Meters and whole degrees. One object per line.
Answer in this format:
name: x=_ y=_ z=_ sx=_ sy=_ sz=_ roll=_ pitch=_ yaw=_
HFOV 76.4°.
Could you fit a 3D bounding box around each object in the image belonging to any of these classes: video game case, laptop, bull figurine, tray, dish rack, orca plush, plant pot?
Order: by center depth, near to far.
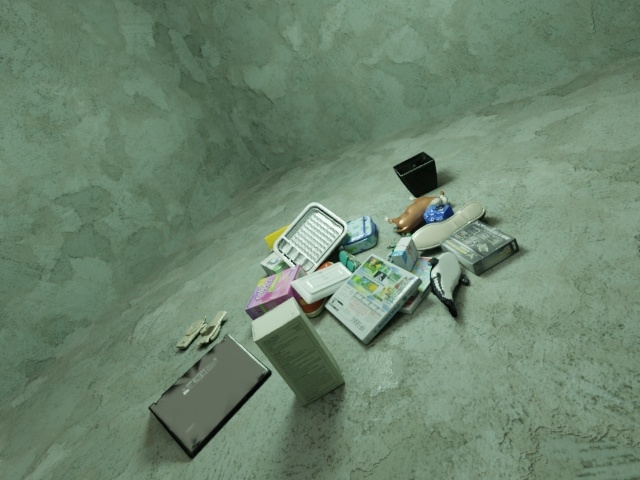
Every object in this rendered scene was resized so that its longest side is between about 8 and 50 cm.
orca plush: x=0.433 y=0.160 z=1.420 sx=0.151 sy=0.102 sz=0.287 roll=15 pitch=38 yaw=-9
video game case: x=0.187 y=0.207 z=1.547 sx=0.300 sy=0.036 sz=0.329 roll=-46 pitch=26 yaw=-7
video game case: x=0.335 y=0.160 z=1.557 sx=0.204 sy=0.025 sz=0.285 roll=2 pitch=39 yaw=50
laptop: x=-0.441 y=0.584 z=1.596 sx=0.407 sy=0.237 sz=0.382 roll=30 pitch=58 yaw=30
tray: x=0.021 y=0.166 z=1.717 sx=0.270 sy=0.030 sz=0.145 roll=-20 pitch=43 yaw=-30
bull figurine: x=0.456 y=-0.138 z=1.919 sx=0.310 sy=0.101 sz=0.188 roll=-34 pitch=19 yaw=-19
dish rack: x=-0.042 y=0.000 z=1.997 sx=0.285 sy=0.072 sz=0.333 roll=38 pitch=85 yaw=34
plant pot: x=0.519 y=-0.341 z=2.162 sx=0.188 sy=0.167 sz=0.187 roll=-27 pitch=25 yaw=7

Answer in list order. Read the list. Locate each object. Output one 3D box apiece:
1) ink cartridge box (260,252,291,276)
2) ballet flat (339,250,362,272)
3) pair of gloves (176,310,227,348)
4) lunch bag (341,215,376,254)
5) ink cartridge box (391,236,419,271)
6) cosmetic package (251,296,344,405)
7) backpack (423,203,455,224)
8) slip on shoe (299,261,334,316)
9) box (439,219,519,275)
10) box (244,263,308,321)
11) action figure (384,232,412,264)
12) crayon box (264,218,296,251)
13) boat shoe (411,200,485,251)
ink cartridge box: x=-0.200 y=0.127 z=2.132 sx=0.154 sy=0.093 sz=0.212 roll=-38 pitch=24 yaw=-19
ballet flat: x=0.142 y=0.100 z=1.855 sx=0.070 sy=0.070 sz=0.188 roll=-31 pitch=28 yaw=-3
pair of gloves: x=-0.573 y=0.443 z=1.989 sx=0.240 sy=0.042 sz=0.204 roll=-17 pitch=30 yaw=29
lunch bag: x=0.192 y=-0.031 z=2.016 sx=0.175 sy=0.090 sz=0.219 roll=-19 pitch=27 yaw=17
ink cartridge box: x=0.338 y=0.056 z=1.615 sx=0.052 sy=0.089 sz=0.122 roll=-9 pitch=30 yaw=38
cosmetic package: x=-0.068 y=0.352 z=1.277 sx=0.160 sy=0.310 sz=0.113 roll=-30 pitch=24 yaw=-1
backpack: x=0.513 y=-0.102 z=1.784 sx=0.120 sy=0.098 sz=0.101 roll=6 pitch=45 yaw=51
slip on shoe: x=-0.008 y=0.191 z=1.786 sx=0.122 sy=0.101 sz=0.331 roll=-17 pitch=25 yaw=29
box: x=0.584 y=0.021 z=1.516 sx=0.183 sy=0.056 sz=0.231 roll=-32 pitch=24 yaw=-3
box: x=-0.182 y=0.246 z=1.820 sx=0.242 sy=0.117 sz=0.214 roll=-24 pitch=24 yaw=27
action figure: x=0.333 y=0.040 z=1.748 sx=0.232 sy=0.064 sz=0.137 roll=-42 pitch=13 yaw=-36
crayon box: x=-0.206 y=-0.040 z=2.370 sx=0.203 sy=0.083 sz=0.323 roll=-27 pitch=8 yaw=5
boat shoe: x=0.529 y=-0.040 z=1.681 sx=0.335 sy=0.095 sz=0.112 roll=-30 pitch=59 yaw=7
